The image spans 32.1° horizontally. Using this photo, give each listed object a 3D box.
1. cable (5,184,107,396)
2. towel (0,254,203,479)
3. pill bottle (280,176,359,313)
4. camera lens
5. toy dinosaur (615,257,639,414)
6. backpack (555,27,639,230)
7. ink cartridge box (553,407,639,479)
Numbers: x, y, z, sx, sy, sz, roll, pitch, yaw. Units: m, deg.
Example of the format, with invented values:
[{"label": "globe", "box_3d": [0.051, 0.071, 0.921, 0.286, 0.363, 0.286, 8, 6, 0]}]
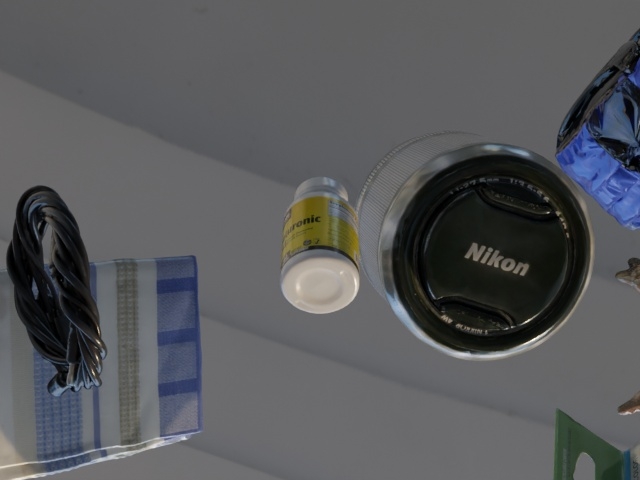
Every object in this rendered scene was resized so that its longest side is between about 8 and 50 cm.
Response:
[{"label": "cable", "box_3d": [-0.229, 0.040, 0.949, 0.047, 0.150, 0.185, -10, -98, -26]}, {"label": "towel", "box_3d": [-0.239, 0.124, 1.112, 0.034, 0.285, 0.209, 4, -83, 47]}, {"label": "pill bottle", "box_3d": [0.000, 0.000, 0.927, 0.065, 0.065, 0.116, -5, -141, 5]}, {"label": "camera lens", "box_3d": [0.154, -0.004, 1.197, 0.219, 0.274, 0.219, -1, -80, -6]}, {"label": "toy dinosaur", "box_3d": [0.366, 0.058, 0.927, 0.200, 0.127, 0.296, 47, -121, -20]}, {"label": "backpack", "box_3d": [0.175, -0.055, 0.540, 0.098, 0.120, 0.101, -37, -97, -24]}, {"label": "ink cartridge box", "box_3d": [0.237, 0.171, 0.652, 0.209, 0.062, 0.109, 34, -145, -10]}]
